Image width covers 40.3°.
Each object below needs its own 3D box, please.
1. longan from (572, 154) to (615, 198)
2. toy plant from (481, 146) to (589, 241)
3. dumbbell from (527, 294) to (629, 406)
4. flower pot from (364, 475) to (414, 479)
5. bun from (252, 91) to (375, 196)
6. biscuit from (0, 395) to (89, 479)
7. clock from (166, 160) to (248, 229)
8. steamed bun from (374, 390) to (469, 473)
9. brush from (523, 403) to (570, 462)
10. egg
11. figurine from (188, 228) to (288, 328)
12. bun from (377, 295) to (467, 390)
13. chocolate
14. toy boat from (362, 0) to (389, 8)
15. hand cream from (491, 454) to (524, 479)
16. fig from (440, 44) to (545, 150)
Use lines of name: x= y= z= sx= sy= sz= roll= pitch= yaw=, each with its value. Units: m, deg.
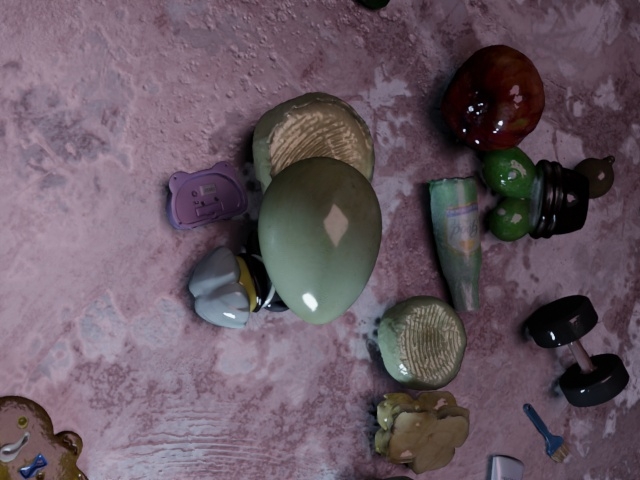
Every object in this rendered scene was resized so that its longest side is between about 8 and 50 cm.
longan: x=0.649 y=-0.155 z=2.068 sx=0.106 sy=0.106 sz=0.119 roll=36 pitch=101 yaw=-19
toy plant: x=0.472 y=-0.102 z=1.949 sx=0.235 sy=0.175 sz=0.218 roll=5 pitch=88 yaw=-1
dumbbell: x=0.578 y=0.248 z=1.962 sx=0.152 sy=0.152 sz=0.218 roll=-34 pitch=100 yaw=-26
flower pot: x=0.132 y=0.571 z=1.655 sx=0.195 sy=0.246 sz=0.246 roll=-34 pitch=101 yaw=7
bun: x=-0.024 y=-0.165 z=1.703 sx=0.259 sy=0.152 sz=0.259 roll=-3 pitch=97 yaw=-26
biscuit: x=-0.495 y=0.371 z=1.473 sx=0.180 sy=0.039 sz=0.236 roll=-39 pitch=100 yaw=-24
clock: x=-0.222 y=-0.084 z=1.652 sx=0.153 sy=0.050 sz=0.110 roll=-17 pitch=92 yaw=-28
steamed bun: x=0.197 y=0.382 z=1.771 sx=0.178 sy=0.106 sz=0.192 roll=2 pitch=118 yaw=-16
brush: x=0.511 y=0.435 z=1.984 sx=0.051 sy=0.014 sz=0.164 roll=-41 pitch=102 yaw=-26
egg: x=0.000 y=0.000 z=1.531 sx=0.219 sy=0.218 sz=0.295 roll=1 pitch=86 yaw=-27
figurine: x=-0.129 y=0.067 z=1.638 sx=0.236 sy=0.133 sz=0.176 roll=-16 pitch=83 yaw=-30
bun: x=0.204 y=0.213 z=1.797 sx=0.196 sy=0.118 sz=0.195 roll=5 pitch=77 yaw=-23
chocolate: x=0.299 y=0.008 z=1.881 sx=0.110 sy=0.110 sz=0.291 roll=-7 pitch=90 yaw=-27
toy boat: x=0.076 y=-0.582 z=1.859 sx=0.210 sy=0.052 sz=0.104 roll=42 pitch=66 yaw=-18
hand cream: x=0.388 y=0.594 z=1.885 sx=0.079 sy=0.048 sz=0.255 roll=18 pitch=76 yaw=-23
fig: x=0.376 y=-0.308 z=1.888 sx=0.224 sy=0.224 sz=0.263 roll=36 pitch=34 yaw=-19
